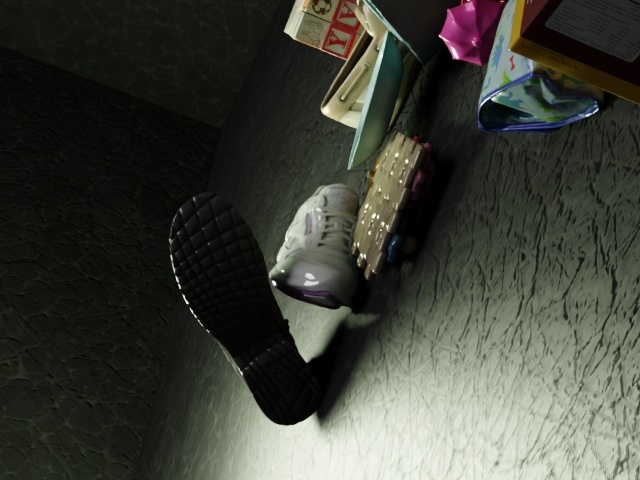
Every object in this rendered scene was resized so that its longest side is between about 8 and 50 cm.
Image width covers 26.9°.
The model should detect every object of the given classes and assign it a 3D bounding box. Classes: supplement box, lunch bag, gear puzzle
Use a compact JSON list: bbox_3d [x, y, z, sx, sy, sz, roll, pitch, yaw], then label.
[{"bbox_3d":[0.249,-0.242,0.988,0.194,0.129,0.191,126,162,-55],"label":"supplement box"},{"bbox_3d":[0.198,-0.170,1.205,0.151,0.096,0.128,-18,52,64],"label":"lunch bag"},{"bbox_3d":[0.091,-0.052,1.694,0.339,0.044,0.175,-115,44,-79],"label":"gear puzzle"}]

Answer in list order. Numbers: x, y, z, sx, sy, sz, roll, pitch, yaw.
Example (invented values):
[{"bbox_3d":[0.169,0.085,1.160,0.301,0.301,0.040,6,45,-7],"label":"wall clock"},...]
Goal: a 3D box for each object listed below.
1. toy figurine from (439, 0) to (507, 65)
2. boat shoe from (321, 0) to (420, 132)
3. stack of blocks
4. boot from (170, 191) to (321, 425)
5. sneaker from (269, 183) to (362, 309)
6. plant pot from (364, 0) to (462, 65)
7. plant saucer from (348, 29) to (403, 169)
[{"bbox_3d":[0.179,-0.270,1.504,0.173,0.130,0.159,64,-147,-74],"label":"toy figurine"},{"bbox_3d":[0.105,-0.314,1.898,0.121,0.110,0.341,-102,34,-71],"label":"boat shoe"},{"bbox_3d":[0.037,-0.339,2.124,0.297,0.171,0.087,-117,48,-76],"label":"stack of blocks"},{"bbox_3d":[-0.120,0.088,1.820,0.223,0.118,0.338,-147,35,-76],"label":"boot"},{"bbox_3d":[0.000,0.000,1.829,0.305,0.114,0.152,-114,44,-75],"label":"sneaker"},{"bbox_3d":[0.108,-0.395,1.706,0.195,0.290,0.290,-41,16,7],"label":"plant pot"},{"bbox_3d":[0.080,-0.184,1.797,0.195,0.037,0.195,-164,90,-89],"label":"plant saucer"}]
